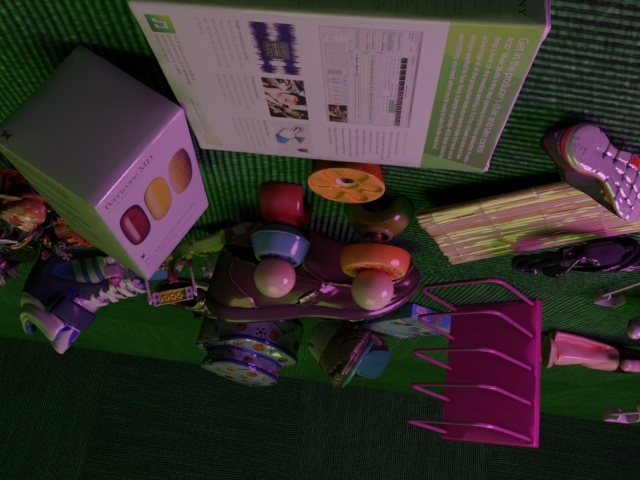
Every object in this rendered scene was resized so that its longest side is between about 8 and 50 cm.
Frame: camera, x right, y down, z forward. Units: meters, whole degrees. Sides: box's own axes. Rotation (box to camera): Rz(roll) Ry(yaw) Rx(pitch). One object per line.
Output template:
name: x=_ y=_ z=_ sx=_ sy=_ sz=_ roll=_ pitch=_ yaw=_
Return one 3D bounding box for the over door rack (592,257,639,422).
over door rack: x=0.517 y=0.159 z=0.921 sx=0.108 sy=0.240 sz=0.324 roll=6 pitch=159 yaw=0

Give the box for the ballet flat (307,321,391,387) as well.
ballet flat: x=0.064 y=0.285 z=1.519 sx=0.182 sy=0.164 sz=0.483 roll=33 pitch=179 yaw=18

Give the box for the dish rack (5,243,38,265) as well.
dish rack: x=-0.774 y=0.019 z=1.271 sx=0.271 sy=0.074 sz=0.208 roll=21 pitch=157 yaw=-32

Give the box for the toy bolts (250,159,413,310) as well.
toy bolts: x=0.000 y=0.000 z=0.803 sx=0.228 sy=0.159 sz=0.218 roll=0 pitch=159 yaw=20

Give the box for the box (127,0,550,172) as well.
box: x=0.017 y=-0.151 z=0.543 sx=0.322 sy=0.059 sz=0.232 roll=7 pitch=160 yaw=6

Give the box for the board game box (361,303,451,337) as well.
board game box: x=0.216 y=0.206 z=1.454 sx=0.160 sy=0.039 sz=0.211 roll=20 pitch=156 yaw=-30

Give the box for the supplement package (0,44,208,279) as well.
supplement package: x=-0.233 y=-0.073 z=0.667 sx=0.134 sy=0.139 sz=0.244 roll=32 pitch=162 yaw=7

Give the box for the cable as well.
cable: x=0.366 y=0.028 z=0.824 sx=0.184 sy=0.047 sz=0.150 roll=-9 pitch=176 yaw=-26

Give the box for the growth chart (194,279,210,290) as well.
growth chart: x=-0.135 y=0.117 z=1.141 sx=0.172 sy=0.021 sz=0.237 roll=10 pitch=170 yaw=27

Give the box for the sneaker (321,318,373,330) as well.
sneaker: x=0.057 y=0.172 z=1.365 sx=0.067 sy=0.078 sz=0.188 roll=23 pitch=157 yaw=-36

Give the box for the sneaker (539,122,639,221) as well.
sneaker: x=0.300 y=-0.078 z=0.638 sx=0.158 sy=0.061 sz=0.065 roll=36 pitch=172 yaw=-28

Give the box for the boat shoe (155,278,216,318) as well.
boat shoe: x=-0.288 y=0.139 z=1.401 sx=0.227 sy=0.081 sz=0.069 roll=6 pitch=164 yaw=13

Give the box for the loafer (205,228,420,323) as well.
loafer: x=-0.001 y=0.050 z=0.943 sx=0.365 sy=0.130 sz=0.134 roll=-6 pitch=-153 yaw=-18

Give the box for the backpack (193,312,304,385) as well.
backpack: x=-0.185 y=0.277 z=1.584 sx=0.276 sy=0.213 sz=0.263 roll=26 pitch=143 yaw=-34

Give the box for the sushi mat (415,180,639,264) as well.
sushi mat: x=0.294 y=-0.027 z=0.761 sx=0.316 sy=0.019 sz=0.151 roll=-12 pitch=148 yaw=30

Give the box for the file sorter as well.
file sorter: x=0.301 y=0.239 z=1.157 sx=0.202 sy=0.291 sz=0.182 roll=-12 pitch=149 yaw=42

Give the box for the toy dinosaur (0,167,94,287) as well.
toy dinosaur: x=-0.468 y=-0.056 z=0.919 sx=0.218 sy=0.164 sz=0.322 roll=-24 pitch=127 yaw=32

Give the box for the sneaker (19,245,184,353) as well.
sneaker: x=-0.454 y=0.122 z=1.190 sx=0.322 sy=0.236 sz=0.130 roll=5 pitch=160 yaw=8

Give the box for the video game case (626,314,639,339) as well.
video game case: x=0.714 y=0.162 z=0.968 sx=0.274 sy=0.035 sz=0.248 roll=27 pitch=149 yaw=5

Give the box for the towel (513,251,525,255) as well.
towel: x=0.270 y=-0.018 z=0.842 sx=0.110 sy=0.027 sz=0.148 roll=7 pitch=156 yaw=1

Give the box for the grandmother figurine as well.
grandmother figurine: x=0.708 y=0.283 z=1.411 sx=0.342 sy=0.104 sz=0.208 roll=6 pitch=-173 yaw=-2

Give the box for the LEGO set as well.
LEGO set: x=-0.221 y=0.047 z=1.016 sx=0.287 sy=0.107 sz=0.132 roll=-11 pitch=176 yaw=3
